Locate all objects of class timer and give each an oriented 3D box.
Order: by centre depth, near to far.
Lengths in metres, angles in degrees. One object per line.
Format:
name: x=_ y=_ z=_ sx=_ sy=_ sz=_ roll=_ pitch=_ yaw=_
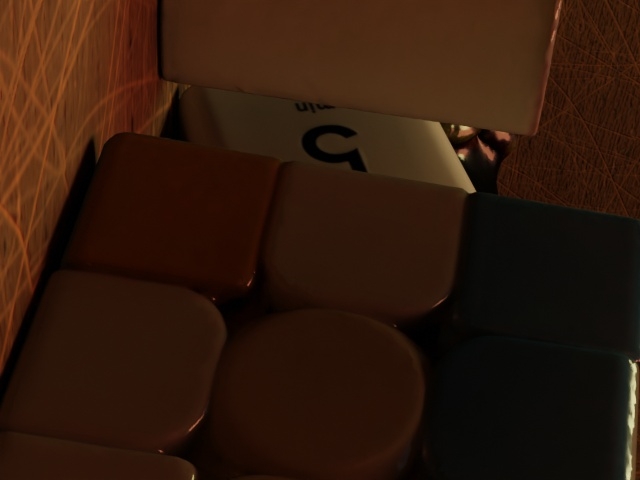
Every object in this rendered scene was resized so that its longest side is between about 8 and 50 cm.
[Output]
timer: x=0.000 y=0.000 z=1.198 sx=0.195 sy=0.194 sz=0.192 roll=-111 pitch=-160 yaw=-47

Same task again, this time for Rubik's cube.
Rubik's cube: x=-0.003 y=0.188 z=0.947 sx=0.346 sy=0.347 sz=0.344 roll=93 pitch=7 yaw=-48

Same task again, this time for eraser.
eraser: x=0.030 y=-0.175 z=1.075 sx=0.095 sy=0.270 sz=0.174 roll=-71 pitch=169 yaw=-58

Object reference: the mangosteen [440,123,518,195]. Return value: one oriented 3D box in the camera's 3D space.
mangosteen: x=0.070 y=-0.030 z=1.611 sx=0.313 sy=0.297 sz=0.297 roll=-40 pitch=166 yaw=-9
